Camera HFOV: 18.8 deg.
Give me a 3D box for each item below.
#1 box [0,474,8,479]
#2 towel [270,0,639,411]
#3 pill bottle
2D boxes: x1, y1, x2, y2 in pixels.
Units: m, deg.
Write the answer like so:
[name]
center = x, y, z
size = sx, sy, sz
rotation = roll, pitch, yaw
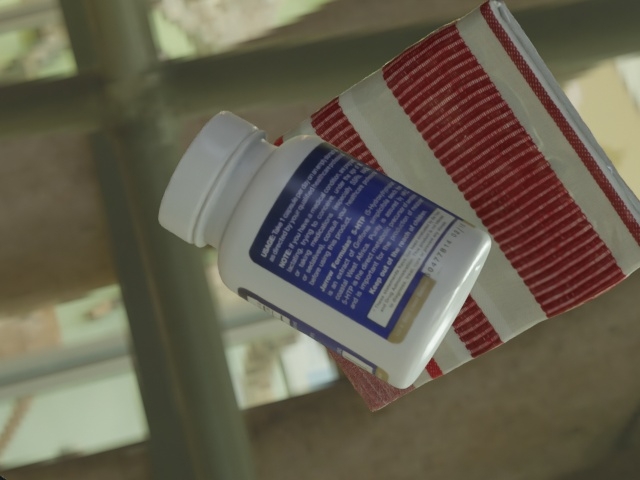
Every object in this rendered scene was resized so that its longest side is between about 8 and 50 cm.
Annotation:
[box]
center = -0.277, 0.193, 1.158
size = 0.108, 0.207, 0.153
rotation = -47, -169, 44
[towel]
center = 0.087, -0.021, 1.521
size = 0.237, 0.329, 0.037
rotation = 54, 40, -5
[pill bottle]
center = 0.000, 0.000, 1.194
size = 0.186, 0.112, 0.112
rotation = 30, -13, 8
